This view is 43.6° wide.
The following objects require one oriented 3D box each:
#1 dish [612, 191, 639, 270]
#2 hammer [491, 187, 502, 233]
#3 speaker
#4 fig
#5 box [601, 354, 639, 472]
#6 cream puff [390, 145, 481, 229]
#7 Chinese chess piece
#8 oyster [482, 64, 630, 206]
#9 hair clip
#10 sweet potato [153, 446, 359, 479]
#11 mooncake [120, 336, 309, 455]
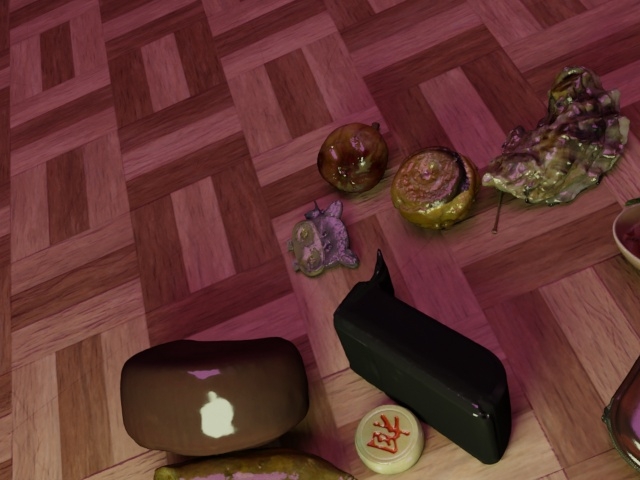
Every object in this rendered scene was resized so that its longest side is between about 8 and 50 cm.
[{"bbox_3d":[0.638,-0.004,1.433,0.213,0.090,0.213,-10,53,13],"label":"dish"},{"bbox_3d":[0.366,-0.065,1.642,0.029,0.014,0.123,-3,55,31],"label":"hammer"},{"bbox_3d":[0.192,0.192,1.406,0.184,0.180,0.388,-43,50,-20],"label":"speaker"},{"bbox_3d":[0.085,-0.217,1.786,0.160,0.143,0.231,-12,50,36],"label":"fig"},{"bbox_3d":[0.630,0.219,1.234,0.263,0.108,0.404,32,71,28],"label":"box"},{"bbox_3d":[0.241,-0.107,1.647,0.189,0.129,0.189,-10,62,20],"label":"cream puff"},{"bbox_3d":[0.120,0.346,1.391,0.122,0.051,0.122,-11,50,14],"label":"Chinese chess piece"},{"bbox_3d":[0.476,-0.202,1.636,0.351,0.115,0.238,-35,49,-7],"label":"oyster"},{"bbox_3d":[-0.003,-0.005,1.717,0.146,0.056,0.187,-23,51,13],"label":"hair clip"},{"bbox_3d":[-0.116,0.429,1.362,0.369,0.158,0.158,-9,50,2],"label":"sweet potato"},{"bbox_3d":[-0.196,0.273,1.450,0.325,0.174,0.334,-8,3,-17],"label":"mooncake"}]
